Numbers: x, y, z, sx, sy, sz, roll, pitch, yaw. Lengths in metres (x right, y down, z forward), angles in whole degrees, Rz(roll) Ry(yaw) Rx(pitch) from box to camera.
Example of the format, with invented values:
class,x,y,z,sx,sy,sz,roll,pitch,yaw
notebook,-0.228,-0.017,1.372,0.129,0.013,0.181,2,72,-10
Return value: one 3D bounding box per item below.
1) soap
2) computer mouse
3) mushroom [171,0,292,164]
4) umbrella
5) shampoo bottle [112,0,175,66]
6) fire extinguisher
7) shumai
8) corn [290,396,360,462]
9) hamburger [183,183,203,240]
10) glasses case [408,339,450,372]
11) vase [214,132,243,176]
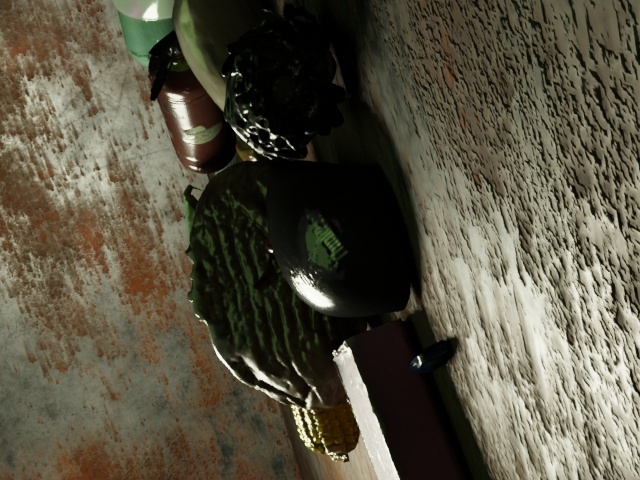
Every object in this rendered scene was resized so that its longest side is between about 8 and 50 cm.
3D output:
class,x,y,z,sx,sy,sz,roll,pitch,yaw
soap,0.098,0.233,1.186,0.181,0.081,0.260,101,148,-75
computer mouse,0.000,0.000,1.132,0.269,0.100,0.170,-164,61,-68
mushroom,-0.117,-0.259,1.372,0.128,0.128,0.350,-135,23,-71
umbrella,-0.041,-0.162,1.126,0.336,0.128,0.155,-157,64,-86
shampoo bottle,-0.239,-0.405,1.496,0.221,0.151,0.350,29,142,34
fire extinguisher,-0.197,-0.204,1.502,0.344,0.102,0.138,83,-154,-67
shumai,-0.023,0.055,1.431,0.346,0.217,0.283,66,-158,5
corn,-0.007,0.217,1.696,0.119,0.119,0.322,-146,41,-76
hamburger,-0.152,-0.013,1.660,0.260,0.150,0.276,-64,-19,-64
glasses case,0.110,0.120,1.034,0.023,0.033,0.083,58,169,10
vase,-0.179,-0.209,1.877,0.096,0.096,0.220,-144,40,-75
